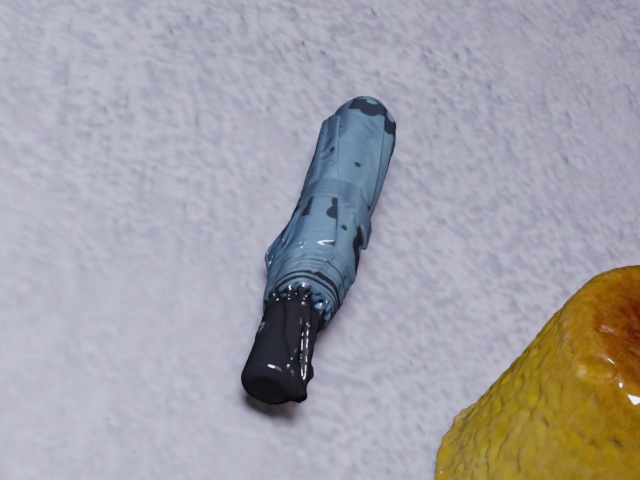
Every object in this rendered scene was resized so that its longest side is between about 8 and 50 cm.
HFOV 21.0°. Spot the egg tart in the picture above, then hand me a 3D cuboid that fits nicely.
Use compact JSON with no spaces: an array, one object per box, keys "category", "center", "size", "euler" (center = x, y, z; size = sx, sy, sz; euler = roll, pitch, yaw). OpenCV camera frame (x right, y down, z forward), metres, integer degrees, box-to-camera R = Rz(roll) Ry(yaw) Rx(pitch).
[{"category":"egg tart","center":[0.179,0.119,0.964],"size":[0.215,0.170,0.215],"euler":[12,37,-9]}]

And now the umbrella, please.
[{"category":"umbrella","center":[-0.002,0.000,1.034],"size":[0.053,0.052,0.250],"euler":[-3,40,23]}]
